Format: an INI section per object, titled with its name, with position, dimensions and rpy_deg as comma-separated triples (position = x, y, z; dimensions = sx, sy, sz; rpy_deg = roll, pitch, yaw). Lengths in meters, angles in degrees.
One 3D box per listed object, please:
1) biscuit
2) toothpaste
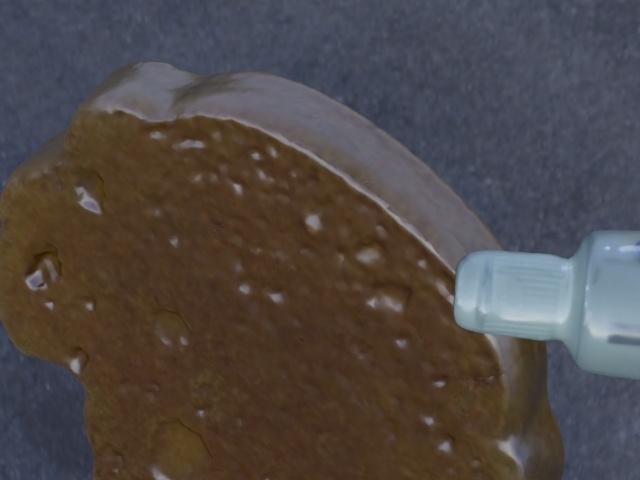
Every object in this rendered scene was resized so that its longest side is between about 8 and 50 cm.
[biscuit]
position = -0.042, 0.069, 0.907
dimensions = 0.359, 0.381, 0.074
rpy_deg = 42, 48, 7
[toothpaste]
position = 0.168, 0.025, 0.468
dimensions = 0.256, 0.037, 0.067
rpy_deg = 5, 71, 6
